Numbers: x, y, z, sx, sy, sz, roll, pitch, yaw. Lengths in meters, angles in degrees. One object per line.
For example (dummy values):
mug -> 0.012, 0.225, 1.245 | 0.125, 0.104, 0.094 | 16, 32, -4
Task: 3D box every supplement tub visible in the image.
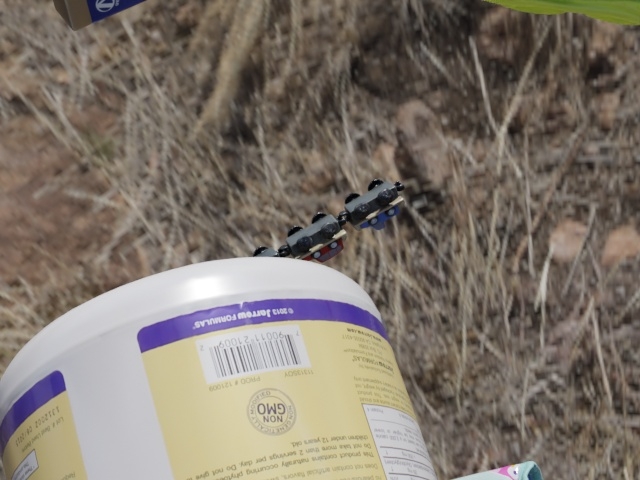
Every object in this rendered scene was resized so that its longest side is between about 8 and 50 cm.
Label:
supplement tub -> -0.036, 0.203, 0.835 | 0.241, 0.241, 0.331 | -19, 65, 2

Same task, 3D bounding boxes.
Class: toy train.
toy train -> 0.000, 0.000, 1.183 | 0.158, 0.036, 0.027 | -30, 36, -9

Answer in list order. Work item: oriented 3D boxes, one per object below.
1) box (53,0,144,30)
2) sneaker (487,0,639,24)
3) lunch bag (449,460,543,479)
box -> -0.083, -0.241, 0.994 | 0.225, 0.136, 0.036 | -28, 48, -18
sneaker -> 0.160, -0.174, 0.774 | 0.295, 0.123, 0.109 | 20, 35, 30
lunch bag -> 0.091, 0.312, 1.090 | 0.223, 0.262, 0.160 | -17, 31, 11
